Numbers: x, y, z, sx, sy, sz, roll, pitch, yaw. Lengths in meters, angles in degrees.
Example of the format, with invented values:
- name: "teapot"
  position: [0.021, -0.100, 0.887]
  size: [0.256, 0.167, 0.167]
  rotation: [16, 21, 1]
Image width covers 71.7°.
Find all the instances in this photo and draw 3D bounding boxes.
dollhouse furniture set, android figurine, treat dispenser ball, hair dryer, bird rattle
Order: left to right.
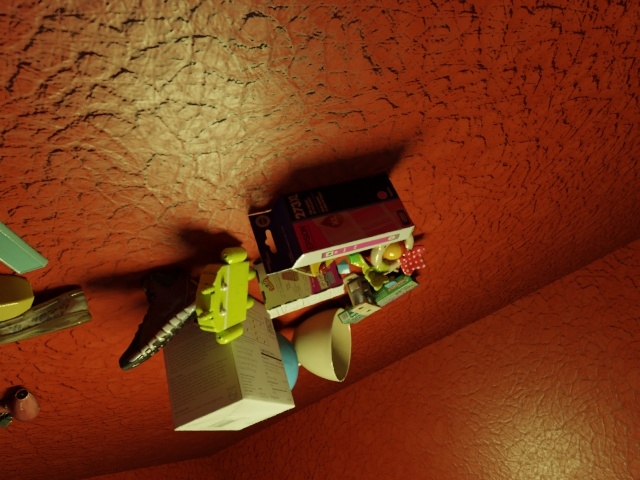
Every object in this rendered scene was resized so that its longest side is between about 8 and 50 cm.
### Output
- name: "hair dryer"
  position: [-1.063, 0.572, 1.476]
  size: [0.293, 0.080, 0.223]
  rotation: [-30, 150, 13]
- name: "android figurine"
  position: [-0.241, 0.140, 1.150]
  size: [0.056, 0.249, 0.273]
  rotation: [5, -178, 14]
- name: "treat dispenser ball"
  position: [-0.226, 0.477, 1.669]
  size: [0.287, 0.288, 0.288]
  rotation: [-17, 151, -10]
- name: "dollhouse furniture set"
  position: [0.190, 0.165, 1.594]
  size: [0.183, 0.130, 0.129]
  rotation: [-33, 150, 21]
- name: "bird rattle"
  position: [0.243, 0.048, 1.449]
  size: [0.253, 0.143, 0.207]
  rotation: [-16, 134, -17]

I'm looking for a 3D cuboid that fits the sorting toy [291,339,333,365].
- name: "sorting toy"
  position: [-0.062, 0.462, 1.940]
  size: [0.274, 0.132, 0.046]
  rotation: [-28, 121, 2]

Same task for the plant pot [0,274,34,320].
- name: "plant pot"
  position: [-0.690, 0.126, 0.982]
  size: [0.083, 0.081, 0.081]
  rotation: [-4, 148, -48]

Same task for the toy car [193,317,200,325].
- name: "toy car"
  position: [-0.309, 0.205, 1.183]
  size: [0.060, 0.040, 0.122]
  rotation: [-45, 176, -23]

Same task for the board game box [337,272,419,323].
- name: "board game box"
  position: [0.236, 0.233, 1.764]
  size: [0.317, 0.046, 0.213]
  rotation: [-34, 161, 12]

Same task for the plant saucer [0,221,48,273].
- name: "plant saucer"
  position: [-0.633, 0.014, 0.892]
  size: [0.067, 0.018, 0.192]
  rotation: [-18, 150, -9]

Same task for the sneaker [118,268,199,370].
- name: "sneaker"
  position: [-0.436, 0.186, 1.146]
  size: [0.281, 0.162, 0.106]
  rotation: [-45, 176, -24]

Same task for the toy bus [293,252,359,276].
- name: "toy bus"
  position: [-0.003, 0.007, 1.215]
  size: [0.190, 0.202, 0.105]
  rotation: [-13, 120, -1]

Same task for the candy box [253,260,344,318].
- name: "candy box"
  position: [-0.064, 0.113, 1.302]
  size: [0.233, 0.159, 0.071]
  rotation: [-17, 150, -7]

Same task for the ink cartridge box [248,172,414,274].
- name: "ink cartridge box"
  position: [0.024, -0.047, 1.074]
  size: [0.370, 0.176, 0.069]
  rotation: [-15, 150, -12]

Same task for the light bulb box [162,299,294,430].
- name: "light bulb box"
  position: [-0.284, 0.365, 1.367]
  size: [0.225, 0.361, 0.358]
  rotation: [-25, 151, 9]

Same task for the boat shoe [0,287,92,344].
- name: "boat shoe"
  position: [-0.715, 0.194, 1.087]
  size: [0.284, 0.090, 0.104]
  rotation: [-14, 176, -10]

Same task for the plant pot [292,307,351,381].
- name: "plant pot"
  position: [-0.004, 0.414, 1.781]
  size: [0.190, 0.285, 0.284]
  rotation: [-4, 157, 19]
